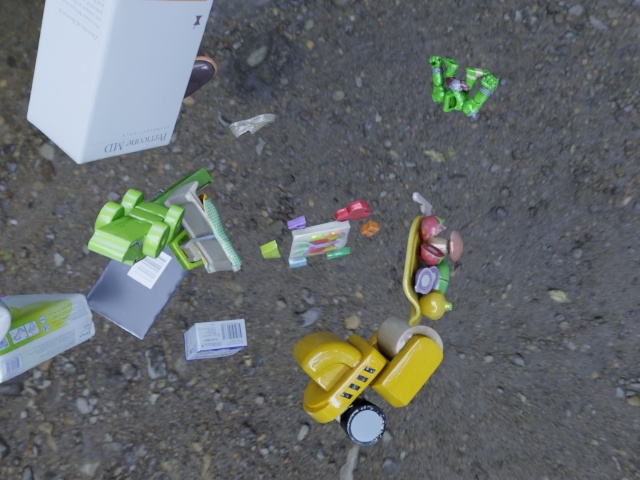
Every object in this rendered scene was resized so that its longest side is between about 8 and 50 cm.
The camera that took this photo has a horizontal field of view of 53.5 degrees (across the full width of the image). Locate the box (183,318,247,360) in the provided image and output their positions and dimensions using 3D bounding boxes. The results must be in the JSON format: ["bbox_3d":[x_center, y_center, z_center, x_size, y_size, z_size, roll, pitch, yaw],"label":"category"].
[{"bbox_3d":[-0.265,0.250,1.591,0.126,0.137,0.072,-2,72,-26],"label":"box"}]

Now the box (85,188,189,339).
[{"bbox_3d":[-0.447,0.057,1.714,0.179,0.312,0.343,34,84,-11],"label":"box"}]

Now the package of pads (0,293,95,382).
[{"bbox_3d":[-0.604,0.178,1.189,0.296,0.229,0.101,-4,103,27],"label":"package of pads"}]

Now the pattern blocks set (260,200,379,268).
[{"bbox_3d":[0.000,0.000,1.509,0.285,0.325,0.026,-15,72,4],"label":"pattern blocks set"}]

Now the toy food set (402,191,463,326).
[{"bbox_3d":[0.183,0.031,1.003,0.071,0.128,0.218,2,74,23],"label":"toy food set"}]

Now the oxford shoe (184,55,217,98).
[{"bbox_3d":[-0.385,-0.382,1.634,0.271,0.097,0.098,-24,44,12],"label":"oxford shoe"}]

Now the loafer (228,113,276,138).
[{"bbox_3d":[-0.201,-0.344,1.909,0.148,0.056,0.050,-16,95,-5],"label":"loafer"}]

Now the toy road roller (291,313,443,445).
[{"bbox_3d":[0.089,0.274,1.445,0.240,0.202,0.329,45,83,-15],"label":"toy road roller"}]

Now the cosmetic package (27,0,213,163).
[{"bbox_3d":[-0.338,-0.378,1.109,0.161,0.230,0.453,39,125,17],"label":"cosmetic package"}]

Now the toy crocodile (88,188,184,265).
[{"bbox_3d":[-0.330,-0.015,1.160,0.115,0.340,0.105,20,103,-5],"label":"toy crocodile"}]

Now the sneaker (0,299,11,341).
[{"bbox_3d":[-0.556,0.032,0.767,0.236,0.323,0.130,35,89,25],"label":"sneaker"}]

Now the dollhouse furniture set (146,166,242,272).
[{"bbox_3d":[-0.239,-0.050,1.402,0.151,0.301,0.198,-39,107,-27],"label":"dollhouse furniture set"}]

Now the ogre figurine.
[{"bbox_3d":[0.355,-0.395,1.642,0.197,0.097,0.118,22,121,17],"label":"ogre figurine"}]
